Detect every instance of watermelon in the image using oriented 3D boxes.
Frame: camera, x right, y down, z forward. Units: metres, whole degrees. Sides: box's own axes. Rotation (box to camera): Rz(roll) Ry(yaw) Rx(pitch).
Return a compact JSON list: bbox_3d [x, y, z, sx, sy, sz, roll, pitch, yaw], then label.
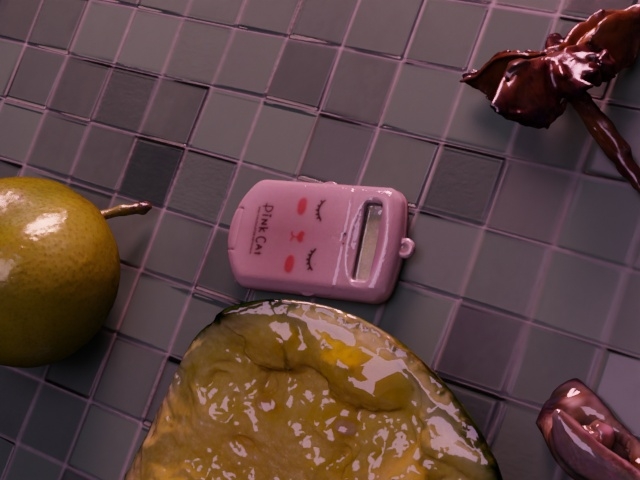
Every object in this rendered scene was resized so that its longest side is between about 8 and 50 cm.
[{"bbox_3d":[-0.008,0.217,0.871,0.331,0.189,0.331,-2,84,16],"label":"watermelon"}]

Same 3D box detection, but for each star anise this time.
[{"bbox_3d":[0.202,-0.098,0.936,0.158,0.144,0.140,-23,20,13],"label":"star anise"}]

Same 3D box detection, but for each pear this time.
[{"bbox_3d":[-0.253,0.012,1.085,0.216,0.166,0.180,-41,44,-18],"label":"pear"}]

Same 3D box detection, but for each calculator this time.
[{"bbox_3d":[0.000,0.000,1.018,0.175,0.032,0.100,5,77,28],"label":"calculator"}]

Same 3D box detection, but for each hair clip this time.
[{"bbox_3d":[0.248,0.204,0.804,0.173,0.069,0.300,-48,60,7],"label":"hair clip"}]
